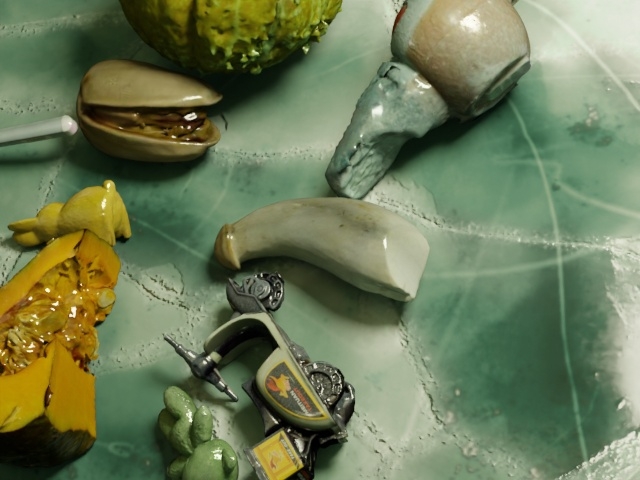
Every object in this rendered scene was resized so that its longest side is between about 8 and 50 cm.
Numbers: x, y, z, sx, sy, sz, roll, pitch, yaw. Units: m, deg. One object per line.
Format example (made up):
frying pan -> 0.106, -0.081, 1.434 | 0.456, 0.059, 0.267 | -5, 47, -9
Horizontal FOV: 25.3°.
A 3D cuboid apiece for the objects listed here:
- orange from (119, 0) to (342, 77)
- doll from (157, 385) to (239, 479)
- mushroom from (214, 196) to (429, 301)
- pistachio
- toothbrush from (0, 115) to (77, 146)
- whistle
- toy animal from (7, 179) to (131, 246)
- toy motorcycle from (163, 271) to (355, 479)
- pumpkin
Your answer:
orange -> -0.119, -0.329, 1.836 | 0.300, 0.223, 0.301 | 15, 23, 16
doll -> -0.140, 0.235, 1.651 | 0.150, 0.077, 0.115 | 53, 128, 33
mushroom -> 0.000, 0.000, 1.733 | 0.270, 0.103, 0.118 | 8, 57, 28
pistachio -> -0.224, -0.168, 1.854 | 0.206, 0.129, 0.131 | 10, 24, 17
toothbrush -> -0.478, -0.124, 1.900 | 0.342, 0.025, 0.030 | -11, 68, 18
whistle -> 0.122, -0.199, 1.767 | 0.348, 0.189, 0.189 | -46, 63, 1
toy animal -> -0.328, -0.028, 1.829 | 0.159, 0.070, 0.083 | -7, 102, 23
toy motorcycle -> -0.063, 0.156, 1.666 | 0.157, 0.091, 0.263 | -34, 61, -2
pumpkin -> -0.315, 0.140, 1.699 | 0.280, 0.139, 0.190 | -43, 59, -8
